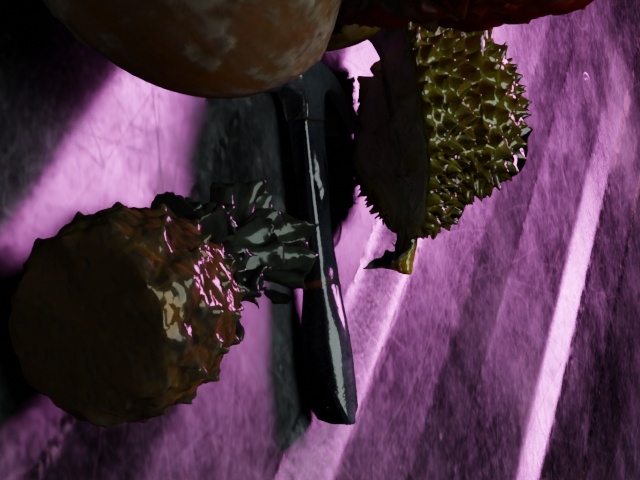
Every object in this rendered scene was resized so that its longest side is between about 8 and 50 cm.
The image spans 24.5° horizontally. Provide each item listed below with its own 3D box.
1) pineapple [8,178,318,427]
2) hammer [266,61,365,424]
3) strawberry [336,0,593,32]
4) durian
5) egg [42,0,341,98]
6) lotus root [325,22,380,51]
[{"bbox_3d":[-0.081,0.026,0.893,0.248,0.128,0.128,-29,110,-66],"label":"pineapple"},{"bbox_3d":[0.000,0.000,1.158,0.137,0.037,0.290,-2,85,-63],"label":"hammer"},{"bbox_3d":[0.112,-0.283,1.026,0.351,0.312,0.267,-45,159,-50],"label":"strawberry"},{"bbox_3d":[0.106,-0.082,1.227,0.193,0.137,0.237,150,-53,-69],"label":"durian"},{"bbox_3d":[-0.078,-0.187,0.858,0.233,0.195,0.195,55,34,-16],"label":"egg"},{"bbox_3d":[0.029,-0.232,1.190,0.097,0.110,0.258,57,37,-29],"label":"lotus root"}]
